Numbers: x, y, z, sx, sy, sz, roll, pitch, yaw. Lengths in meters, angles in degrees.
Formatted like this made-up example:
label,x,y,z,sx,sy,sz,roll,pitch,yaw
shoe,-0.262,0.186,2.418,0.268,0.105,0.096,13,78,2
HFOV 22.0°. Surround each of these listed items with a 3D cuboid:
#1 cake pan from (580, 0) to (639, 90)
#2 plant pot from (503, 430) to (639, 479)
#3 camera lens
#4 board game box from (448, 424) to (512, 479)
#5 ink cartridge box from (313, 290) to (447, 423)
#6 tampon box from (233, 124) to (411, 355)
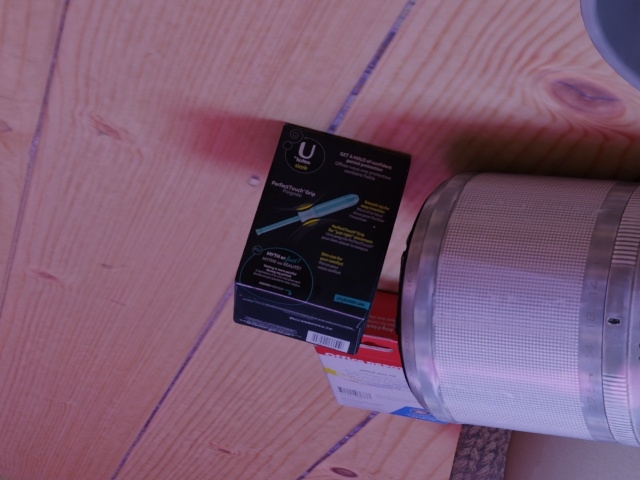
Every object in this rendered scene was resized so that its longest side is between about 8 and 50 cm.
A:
label,x,y,z,sx,sy,sz,roll,pitch,yaw
cake pan,0.316,-0.154,1.057,0.293,0.054,0.293,13,157,6
plant pot,0.318,0.164,1.561,0.284,0.284,0.191,8,121,17
camera lens,0.214,0.056,1.386,0.274,0.219,0.219,5,155,23
board game box,0.331,0.321,2.010,0.232,0.141,0.291,-4,150,38
ink cartridge box,0.073,0.117,1.792,0.134,0.078,0.231,9,156,13
tampon box,0.000,0.000,1.468,0.120,0.161,0.101,16,157,2
